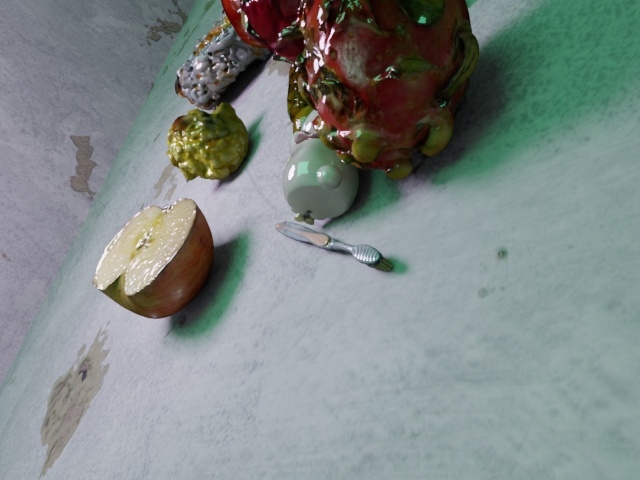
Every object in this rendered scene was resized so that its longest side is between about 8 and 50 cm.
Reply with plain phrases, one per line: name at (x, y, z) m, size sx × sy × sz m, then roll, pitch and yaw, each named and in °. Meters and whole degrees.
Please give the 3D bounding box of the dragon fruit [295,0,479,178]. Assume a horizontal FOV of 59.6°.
dragon fruit at (0.094, -0.234, 0.780) m, size 0.269 × 0.250 × 0.291 m, roll -137°, pitch 48°, yaw -74°

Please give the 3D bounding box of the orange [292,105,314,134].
orange at (-0.011, -0.223, 1.089) m, size 0.085 × 0.085 × 0.095 m, roll -14°, pitch 43°, yaw 50°

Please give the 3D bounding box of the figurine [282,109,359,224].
figurine at (0.010, -0.159, 0.951) m, size 0.155 × 0.127 × 0.236 m, roll 102°, pitch 178°, yaw -62°

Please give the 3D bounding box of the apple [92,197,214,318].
apple at (-0.336, 0.052, 1.228) m, size 0.292 × 0.163 × 0.251 m, roll 5°, pitch 57°, yaw 42°

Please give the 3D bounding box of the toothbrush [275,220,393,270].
toothbrush at (0.000, 0.000, 0.910) m, size 0.028 × 0.037 × 0.375 m, roll -60°, pitch 29°, yaw -6°

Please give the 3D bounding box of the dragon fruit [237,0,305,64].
dragon fruit at (-0.010, -0.500, 1.130) m, size 0.329 × 0.329 × 0.329 m, roll -36°, pitch 36°, yaw 32°

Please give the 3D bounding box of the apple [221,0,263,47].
apple at (-0.091, -0.629, 1.392) m, size 0.288 × 0.288 × 0.317 m, roll -8°, pitch 54°, yaw 53°

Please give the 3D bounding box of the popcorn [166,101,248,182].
popcorn at (-0.286, -0.249, 1.446) m, size 0.189 × 0.217 × 0.170 m, roll -65°, pitch -18°, yaw -46°

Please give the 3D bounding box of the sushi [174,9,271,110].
sushi at (-0.302, -0.594, 1.787) m, size 0.417 × 0.176 × 0.418 m, roll -38°, pitch 28°, yaw 24°

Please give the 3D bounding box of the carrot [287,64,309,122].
carrot at (-0.043, -0.344, 1.271) m, size 0.069 × 0.069 × 0.229 m, roll -35°, pitch 37°, yaw 33°
